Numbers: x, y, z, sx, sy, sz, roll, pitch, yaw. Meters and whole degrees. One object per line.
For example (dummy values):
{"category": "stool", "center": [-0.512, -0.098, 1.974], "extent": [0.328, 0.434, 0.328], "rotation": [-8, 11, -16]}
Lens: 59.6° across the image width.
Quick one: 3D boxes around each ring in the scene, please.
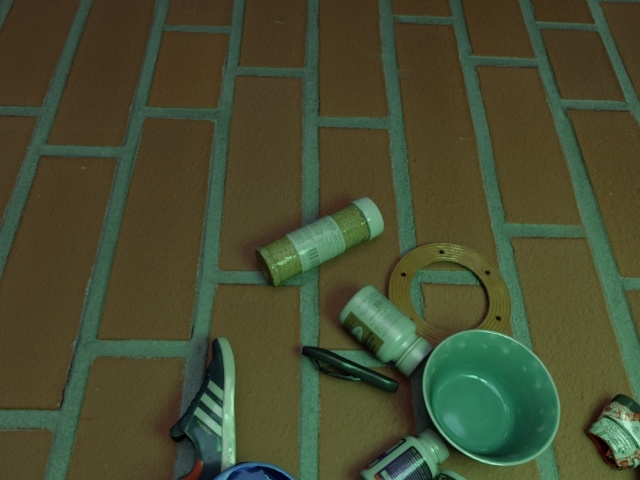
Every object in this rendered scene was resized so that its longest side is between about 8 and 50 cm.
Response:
{"category": "ring", "center": [0.351, 0.156, 1.531], "extent": [0.337, 0.032, 0.336], "rotation": [2, 59, -3]}

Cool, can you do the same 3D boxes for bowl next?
{"category": "bowl", "center": [0.375, 0.382, 1.315], "extent": [0.312, 0.163, 0.311], "rotation": [3, 58, -4]}

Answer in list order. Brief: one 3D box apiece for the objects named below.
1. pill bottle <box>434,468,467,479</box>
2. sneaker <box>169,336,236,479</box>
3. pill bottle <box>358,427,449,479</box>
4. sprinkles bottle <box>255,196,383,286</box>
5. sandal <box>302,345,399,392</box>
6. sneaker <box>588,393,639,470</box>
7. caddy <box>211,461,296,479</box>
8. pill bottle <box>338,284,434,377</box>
{"category": "pill bottle", "center": [0.253, 0.612, 1.197], "extent": [0.119, 0.119, 0.208], "rotation": [38, 63, 18]}
{"category": "sneaker", "center": [-0.271, 0.391, 1.290], "extent": [0.148, 0.131, 0.350], "rotation": [0, 59, -9]}
{"category": "pill bottle", "center": [0.192, 0.513, 1.260], "extent": [0.193, 0.108, 0.108], "rotation": [-30, 65, -19]}
{"category": "sprinkles bottle", "center": [0.000, 0.000, 1.549], "extent": [0.355, 0.121, 0.121], "rotation": [-26, 64, -18]}
{"category": "sandal", "center": [0.066, 0.326, 1.379], "extent": [0.255, 0.097, 0.054], "rotation": [22, 87, 10]}
{"category": "sneaker", "center": [0.765, 0.510, 1.315], "extent": [0.145, 0.090, 0.270], "rotation": [-40, 74, -13]}
{"category": "caddy", "center": [-0.103, 0.595, 1.102], "extent": [0.341, 0.179, 0.241], "rotation": [40, 68, -1]}
{"category": "pill bottle", "center": [0.167, 0.232, 1.414], "extent": [0.229, 0.131, 0.131], "rotation": [41, 65, 19]}
